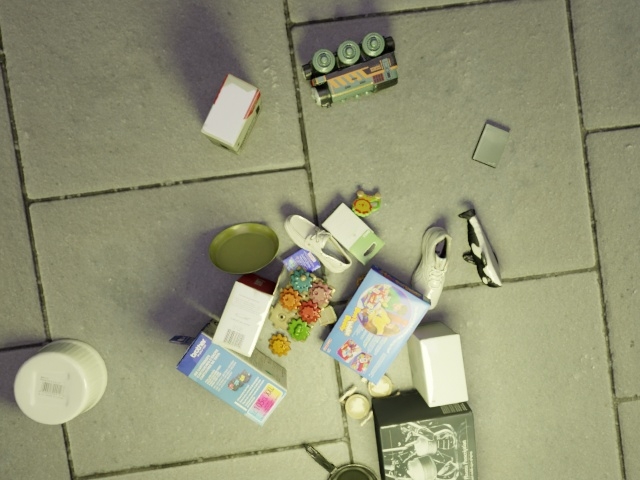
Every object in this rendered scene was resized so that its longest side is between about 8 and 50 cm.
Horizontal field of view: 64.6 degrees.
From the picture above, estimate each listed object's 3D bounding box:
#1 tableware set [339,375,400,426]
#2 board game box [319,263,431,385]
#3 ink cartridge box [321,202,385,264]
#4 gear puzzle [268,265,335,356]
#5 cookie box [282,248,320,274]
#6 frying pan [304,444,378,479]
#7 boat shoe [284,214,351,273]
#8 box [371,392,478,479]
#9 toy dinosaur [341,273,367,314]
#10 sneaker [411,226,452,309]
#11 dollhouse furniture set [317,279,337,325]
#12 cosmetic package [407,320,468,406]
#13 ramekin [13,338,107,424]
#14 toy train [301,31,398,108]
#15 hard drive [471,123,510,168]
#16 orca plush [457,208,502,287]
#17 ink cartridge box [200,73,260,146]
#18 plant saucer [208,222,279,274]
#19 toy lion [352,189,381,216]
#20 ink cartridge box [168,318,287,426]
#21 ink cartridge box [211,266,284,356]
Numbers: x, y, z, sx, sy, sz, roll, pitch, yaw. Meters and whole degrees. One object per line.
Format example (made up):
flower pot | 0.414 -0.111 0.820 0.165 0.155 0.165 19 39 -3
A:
tableware set | 0.173 0.560 1.825 0.194 0.039 0.128 -40 85 -3
board game box | 0.187 0.290 1.741 0.233 0.078 0.347 32 104 5
ink cartridge box | 0.113 -0.024 1.787 0.209 0.062 0.109 43 90 -4
gear puzzle | -0.098 0.264 1.768 0.176 0.044 0.338 32 106 11
cookie box | -0.066 0.082 1.795 0.107 0.040 0.091 -31 92 -1
frying pan | 0.059 0.877 1.828 0.326 0.053 0.197 23 91 -1
boat shoe | 0.000 0.000 1.748 0.277 0.096 0.098 39 60 -11
box | 0.357 0.716 1.741 0.313 0.179 0.342 -9 104 -1
toy dinosaur | 0.157 0.183 1.797 0.212 0.064 0.112 -19 94 -1
sneaker | 0.393 0.099 1.770 0.111 0.129 0.296 6 93 -4
dollhouse furniture set | 0.011 0.222 1.788 0.076 0.059 0.151 -24 89 28
cosmetic package | 0.393 0.414 1.735 0.138 0.224 0.223 -8 93 -2
ramekin | -0.894 0.488 1.733 0.278 0.135 0.277 0 93 -2
toy train | 0.109 -0.581 1.733 0.334 0.142 0.190 -19 103 -1
hard drive | 0.610 -0.338 1.813 0.094 0.022 0.135 21 92 -3
orca plush | 0.541 0.039 1.790 0.102 0.151 0.287 -23 97 30
ink cartridge box | -0.283 -0.400 1.653 0.114 0.273 0.196 25 91 -7
plant saucer | -0.257 0.034 1.724 0.241 0.240 0.037 -7 136 -2
toy lion | 0.161 -0.126 1.777 0.100 0.034 0.096 6 61 -3
ink cartridge box | -0.309 0.409 1.684 0.396 0.270 0.151 38 87 -3
ink cartridge box | -0.225 0.198 1.660 0.130 0.309 0.271 22 91 -3
